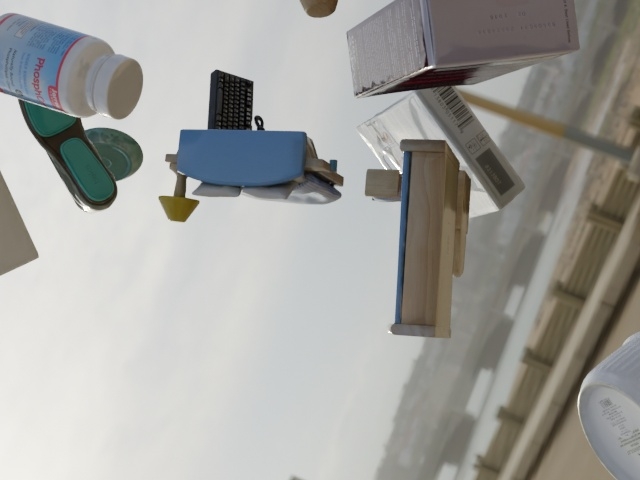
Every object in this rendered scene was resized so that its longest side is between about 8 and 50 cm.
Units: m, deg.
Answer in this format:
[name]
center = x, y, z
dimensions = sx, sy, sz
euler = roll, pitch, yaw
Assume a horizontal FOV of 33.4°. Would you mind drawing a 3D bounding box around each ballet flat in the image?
[ballet flat]
center = -0.335, -0.129, 1.377
dimensions = 0.072, 0.213, 0.068
euler = -29, 2, -28

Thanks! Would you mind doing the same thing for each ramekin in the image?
[ramekin]
center = 0.409, 0.220, 1.297
dimensions = 0.109, 0.207, 0.207
euler = -26, -28, -20

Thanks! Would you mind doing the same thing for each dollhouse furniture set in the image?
[dollhouse furniture set]
center = 0.000, 0.000, 1.200
dimensions = 0.286, 0.303, 0.198
euler = 23, -109, -75

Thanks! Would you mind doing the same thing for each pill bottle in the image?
[pill bottle]
center = -0.271, -0.179, 1.119
dimensions = 0.087, 0.160, 0.087
euler = -53, -26, -41

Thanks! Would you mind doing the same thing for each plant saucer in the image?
[plant saucer]
center = -0.343, -0.130, 1.699
dimensions = 0.119, 0.119, 0.021
euler = 101, 170, -48

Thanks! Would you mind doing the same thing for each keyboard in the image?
[keyboard]
center = -0.129, -0.193, 1.716
dimensions = 0.023, 0.108, 0.180
euler = -42, 38, 44

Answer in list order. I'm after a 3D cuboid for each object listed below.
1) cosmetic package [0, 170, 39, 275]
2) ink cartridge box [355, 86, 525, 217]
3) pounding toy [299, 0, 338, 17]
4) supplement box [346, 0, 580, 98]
[cosmetic package]
center = -0.516, -0.125, 1.378
dimensions = 0.155, 0.197, 0.365
euler = -27, -48, -18
[ink cartridge box]
center = 0.155, -0.116, 1.433
dimensions = 0.066, 0.189, 0.232
euler = -38, 6, -13
[pounding toy]
center = 0.047, -0.303, 0.787
dimensions = 0.155, 0.154, 0.269
euler = -2, -25, -35
[supplement box]
center = 0.117, -0.180, 0.955
dimensions = 0.239, 0.130, 0.073
euler = -178, 79, -76
